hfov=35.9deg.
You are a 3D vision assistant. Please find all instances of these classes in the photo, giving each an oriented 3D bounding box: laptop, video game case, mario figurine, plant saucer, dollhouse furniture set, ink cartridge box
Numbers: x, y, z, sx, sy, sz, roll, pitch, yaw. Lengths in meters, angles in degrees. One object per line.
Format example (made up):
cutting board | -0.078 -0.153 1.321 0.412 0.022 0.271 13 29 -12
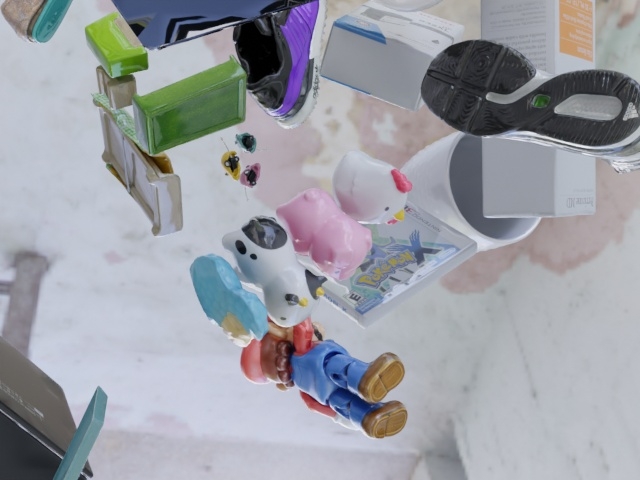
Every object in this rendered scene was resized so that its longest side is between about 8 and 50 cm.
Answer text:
laptop | -0.578 0.317 1.563 0.382 0.236 0.408 53 -3 -37
video game case | 0.102 0.017 2.020 0.300 0.329 0.036 34 -39 35
mario figurine | 0.013 0.178 1.542 0.320 0.170 0.198 22 -88 42
plant saucer | -0.281 0.256 1.108 0.192 0.018 0.067 -63 -163 20
laptop | -0.087 -0.293 1.002 0.264 0.234 0.136 -91 165 -61
dollhouse furniture set | -0.224 -0.174 1.445 0.197 0.151 0.301 52 -25 26
ink cartridge box | 0.160 -0.405 2.105 0.307 0.223 0.129 -48 157 -60

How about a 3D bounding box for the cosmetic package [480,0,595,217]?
cosmetic package | 0.437 -0.274 1.967 0.162 0.230 0.453 1 -86 34

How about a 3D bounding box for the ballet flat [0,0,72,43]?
ballet flat | -0.429 -0.480 1.651 0.316 0.106 0.107 -54 165 -3

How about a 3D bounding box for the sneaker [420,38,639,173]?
sneaker | 0.394 -0.203 1.701 0.447 0.257 0.169 24 -91 43

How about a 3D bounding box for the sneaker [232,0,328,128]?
sneaker | -0.070 -0.332 1.520 0.102 0.146 0.293 -15 -115 32

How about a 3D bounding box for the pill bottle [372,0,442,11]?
pill bottle | 0.163 -0.563 1.867 0.392 0.224 0.224 -77 177 -71

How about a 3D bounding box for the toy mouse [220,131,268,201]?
toy mouse | -0.159 -0.169 2.065 0.143 0.031 0.161 -44 127 -48

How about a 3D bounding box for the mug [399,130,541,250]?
mug | 0.355 -0.098 2.309 0.328 0.374 0.276 -20 -109 61

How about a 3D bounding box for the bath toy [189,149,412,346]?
bath toy | 0.000 0.000 1.309 0.129 0.348 0.151 0 -58 51
